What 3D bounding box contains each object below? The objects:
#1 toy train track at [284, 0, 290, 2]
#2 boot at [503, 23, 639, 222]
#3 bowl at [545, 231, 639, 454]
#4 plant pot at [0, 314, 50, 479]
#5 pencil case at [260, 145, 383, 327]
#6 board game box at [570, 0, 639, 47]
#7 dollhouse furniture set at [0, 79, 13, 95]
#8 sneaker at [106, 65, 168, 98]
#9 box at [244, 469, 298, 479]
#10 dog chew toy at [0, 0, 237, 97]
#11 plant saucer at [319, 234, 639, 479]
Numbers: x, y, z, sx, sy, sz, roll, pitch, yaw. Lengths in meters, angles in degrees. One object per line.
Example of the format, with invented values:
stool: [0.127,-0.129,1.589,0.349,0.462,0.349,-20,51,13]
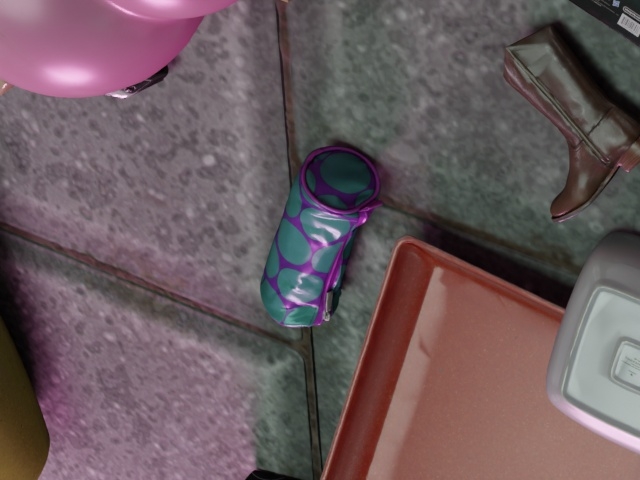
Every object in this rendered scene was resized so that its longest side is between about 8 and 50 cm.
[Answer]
toy train track: [-0.022,-0.206,1.359,0.048,0.014,0.083,26,132,33]
boot: [0.153,-0.078,1.296,0.114,0.037,0.106,43,128,-3]
bowl: [0.222,0.080,1.320,0.142,0.053,0.142,26,113,22]
plant pot: [-0.391,0.131,1.812,0.275,0.275,0.293,1,139,41]
pencil case: [0.000,0.000,1.479,0.070,0.064,0.151,47,145,23]
board game box: [0.148,-0.214,1.190,0.186,0.026,0.126,36,140,12]
dollhouse furniture set: [-0.306,-0.162,1.604,0.081,0.091,0.114,9,134,56]
sneaker: [-0.182,-0.185,1.476,0.178,0.072,0.077,42,131,-5]
box: [0.017,0.323,1.686,0.247,0.142,0.163,10,129,36]
dog chew toy: [-0.115,-0.225,1.285,0.332,0.206,0.206,-25,106,42]
plant saucer: [0.139,0.156,1.442,0.258,0.048,0.259,26,113,24]
